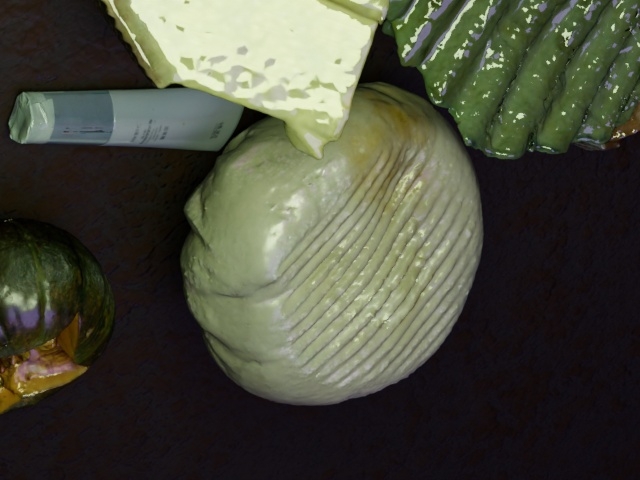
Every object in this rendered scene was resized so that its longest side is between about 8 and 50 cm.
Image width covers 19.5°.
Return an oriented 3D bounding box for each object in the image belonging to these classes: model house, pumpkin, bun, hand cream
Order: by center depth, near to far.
[{"bbox_3d":[-0.073,-0.275,1.690,0.266,0.261,0.321,15,102,-17],"label":"model house"},{"bbox_3d":[-0.320,0.074,1.850,0.238,0.159,0.238,-20,158,-8],"label":"pumpkin"},{"bbox_3d":[-0.187,-0.120,1.857,0.255,0.048,0.079,-4,135,-39],"label":"hand cream"},{"bbox_3d":[0.000,0.000,1.983,0.365,0.219,0.365,-23,127,-35],"label":"bun"}]

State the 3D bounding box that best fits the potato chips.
[{"bbox_3d":[0.237,-0.268,1.828,0.373,0.097,0.389,5,116,-27],"label":"potato chips"}]

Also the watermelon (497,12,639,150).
[{"bbox_3d":[0.278,-0.222,2.024,0.302,0.151,0.264,32,99,-34],"label":"watermelon"}]
